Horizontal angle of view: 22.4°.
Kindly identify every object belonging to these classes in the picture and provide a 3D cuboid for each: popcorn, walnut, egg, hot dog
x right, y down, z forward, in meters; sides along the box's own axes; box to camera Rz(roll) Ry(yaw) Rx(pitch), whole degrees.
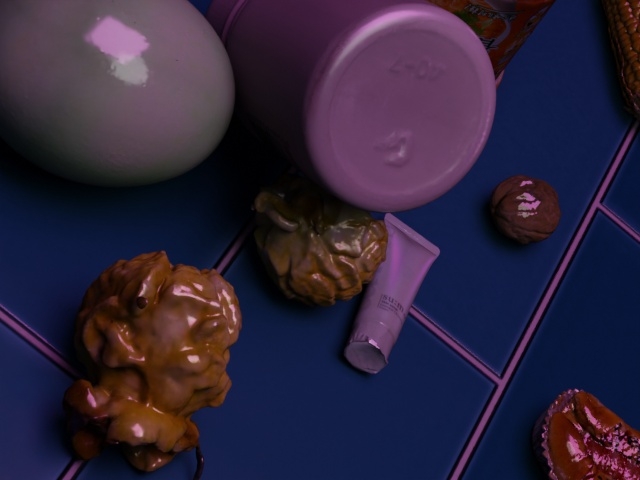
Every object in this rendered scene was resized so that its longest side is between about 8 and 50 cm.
[{"bbox_3d":[0.000,0.000,1.696,0.141,0.162,0.135,7,78,13],"label":"popcorn"},{"bbox_3d":[-0.151,0.114,1.517,0.173,0.168,0.195,38,48,-58],"label":"popcorn"},{"bbox_3d":[0.241,-0.036,1.911,0.092,0.092,0.092,16,55,-24],"label":"walnut"},{"bbox_3d":[-0.214,-0.163,1.608,0.269,0.220,0.220,24,52,-29],"label":"egg"},{"bbox_3d":[0.341,0.279,1.780,0.268,0.075,0.144,42,46,-7],"label":"hot dog"}]

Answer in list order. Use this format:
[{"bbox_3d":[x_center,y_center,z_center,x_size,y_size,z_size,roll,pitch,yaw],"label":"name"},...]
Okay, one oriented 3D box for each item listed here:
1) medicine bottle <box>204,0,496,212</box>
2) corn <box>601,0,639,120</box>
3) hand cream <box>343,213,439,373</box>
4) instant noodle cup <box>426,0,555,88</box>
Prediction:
[{"bbox_3d":[0.015,-0.174,1.670,0.208,0.208,0.339,10,15,-27],"label":"medicine bottle"},{"bbox_3d":[0.442,-0.289,2.173,0.115,0.115,0.318,9,58,-28],"label":"corn"},{"bbox_3d":[0.076,0.057,1.770,0.078,0.050,0.205,34,46,-11],"label":"hand cream"},{"bbox_3d":[0.158,-0.326,1.945,0.296,0.214,0.296,16,54,-23],"label":"instant noodle cup"}]
